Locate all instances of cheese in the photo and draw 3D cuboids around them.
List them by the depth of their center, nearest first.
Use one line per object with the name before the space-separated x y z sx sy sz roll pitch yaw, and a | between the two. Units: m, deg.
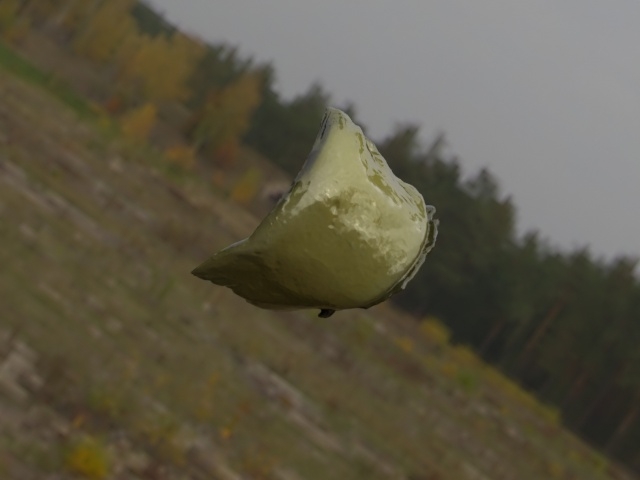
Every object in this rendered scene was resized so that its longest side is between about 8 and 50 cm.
cheese | 0.000 0.001 0.722 0.060 0.084 0.041 48 -2 -28
